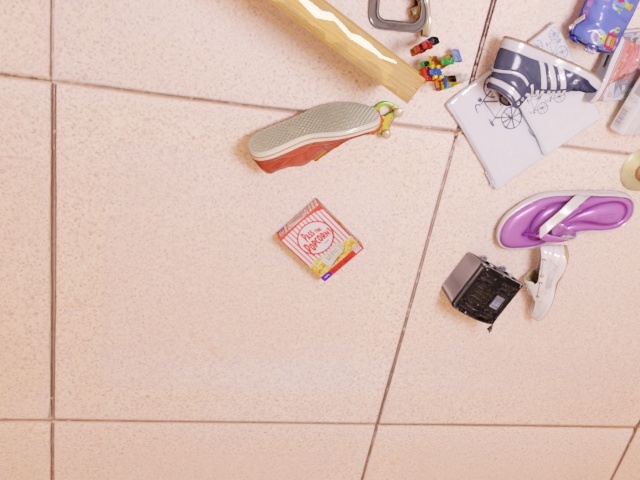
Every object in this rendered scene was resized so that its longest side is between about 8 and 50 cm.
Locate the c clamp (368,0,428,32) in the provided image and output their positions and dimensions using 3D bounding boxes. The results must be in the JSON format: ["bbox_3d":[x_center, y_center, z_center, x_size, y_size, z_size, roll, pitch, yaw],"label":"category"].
[{"bbox_3d":[0.174,-0.550,1.484,0.161,0.022,0.137,14,124,7],"label":"c clamp"}]

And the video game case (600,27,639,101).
[{"bbox_3d":[0.843,-0.465,1.688,0.202,0.023,0.183,-8,118,-8],"label":"video game case"}]

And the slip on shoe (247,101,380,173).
[{"bbox_3d":[-0.012,-0.252,1.583,0.332,0.123,0.101,-20,141,-1],"label":"slip on shoe"}]

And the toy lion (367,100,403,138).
[{"bbox_3d":[0.145,-0.309,1.625,0.096,0.034,0.100,25,109,-14],"label":"toy lion"}]

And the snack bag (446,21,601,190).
[{"bbox_3d":[0.531,-0.339,1.682,0.343,0.037,0.323,-34,118,7],"label":"snack bag"}]

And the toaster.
[{"bbox_3d":[0.466,0.145,1.872,0.168,0.110,0.185,26,108,-21],"label":"toaster"}]

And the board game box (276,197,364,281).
[{"bbox_3d":[0.000,0.000,1.741,0.147,0.045,0.193,-42,117,10],"label":"board game box"}]

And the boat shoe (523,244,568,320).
[{"bbox_3d":[0.651,0.121,1.910,0.096,0.098,0.277,9,125,5],"label":"boat shoe"}]

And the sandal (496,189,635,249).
[{"bbox_3d":[0.706,-0.060,1.821,0.417,0.102,0.169,-13,118,-4],"label":"sandal"}]

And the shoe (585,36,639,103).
[{"bbox_3d":[0.750,-0.426,1.637,0.081,0.063,0.177,17,104,-15],"label":"shoe"}]

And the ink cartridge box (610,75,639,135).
[{"bbox_3d":[0.908,-0.371,1.724,0.225,0.056,0.180,-8,133,-30],"label":"ink cartridge box"}]

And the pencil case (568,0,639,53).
[{"bbox_3d":[0.700,-0.602,1.535,0.133,0.119,0.306,11,114,-14],"label":"pencil case"}]

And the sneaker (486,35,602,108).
[{"bbox_3d":[0.543,-0.380,1.583,0.282,0.099,0.153,19,104,-13],"label":"sneaker"}]

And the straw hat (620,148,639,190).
[{"bbox_3d":[0.935,-0.191,1.825,0.145,0.061,0.144,-5,118,-9],"label":"straw hat"}]

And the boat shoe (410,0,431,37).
[{"bbox_3d":[0.233,-0.546,1.512,0.045,0.050,0.135,-9,108,-3],"label":"boat shoe"}]

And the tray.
[{"bbox_3d":[0.032,-0.467,1.420,0.411,0.202,0.076,31,107,-23],"label":"tray"}]

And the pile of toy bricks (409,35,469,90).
[{"bbox_3d":[0.260,-0.411,1.542,0.105,0.212,0.118,-17,90,37],"label":"pile of toy bricks"}]
